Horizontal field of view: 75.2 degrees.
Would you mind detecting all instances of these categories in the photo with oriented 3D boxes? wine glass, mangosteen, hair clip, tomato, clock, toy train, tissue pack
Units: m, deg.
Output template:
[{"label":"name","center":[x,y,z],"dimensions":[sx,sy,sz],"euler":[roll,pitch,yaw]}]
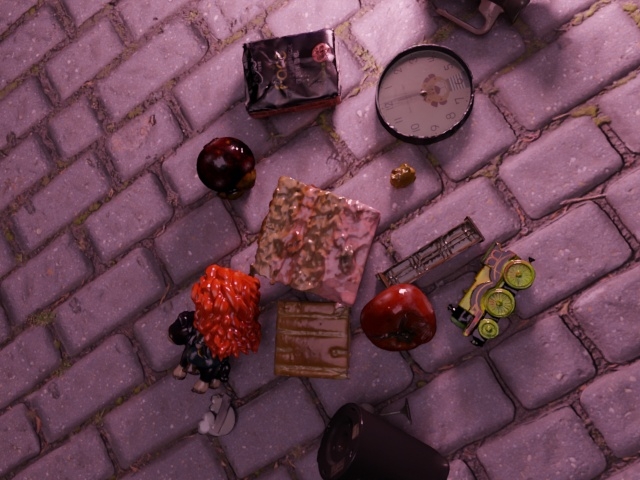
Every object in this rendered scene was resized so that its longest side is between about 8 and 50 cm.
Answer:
[{"label":"wine glass","center":[0.171,0.526,1.251],"dimensions":[0.195,0.079,0.079],"euler":[-13,83,10]},{"label":"mangosteen","center":[-0.303,-0.238,1.360],"dimensions":[0.209,0.210,0.210],"euler":[-1,86,13]},{"label":"hair clip","center":[-0.332,0.582,1.378],"dimensions":[0.116,0.049,0.172],"euler":[24,94,18]},{"label":"tomato","center":[0.234,0.244,1.203],"dimensions":[0.227,0.101,0.228],"euler":[-1,118,-1]},{"label":"clock","center":[0.323,-0.458,1.299],"dimensions":[0.312,0.061,0.313],"euler":[-1,86,12]},{"label":"toy train","center":[0.489,0.156,1.198],"dimensions":[0.160,0.100,0.296],"euler":[33,94,20]},{"label":"tissue pack","center":[-0.096,-0.544,1.370],"dimensions":[0.332,0.123,0.245],"euler":[-5,82,13]}]

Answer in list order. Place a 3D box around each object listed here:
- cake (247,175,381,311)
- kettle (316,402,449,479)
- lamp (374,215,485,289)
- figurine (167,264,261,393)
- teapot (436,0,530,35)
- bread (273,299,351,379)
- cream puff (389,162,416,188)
[{"label":"cake","center":[0.000,0.000,1.227],"dimensions":[0.306,0.293,0.315],"euler":[17,94,8]},{"label":"kettle","center":[0.156,0.631,1.141],"dimensions":[0.307,0.203,0.262],"euler":[32,93,-14]},{"label":"lamp","center":[0.324,0.052,1.247],"dimensions":[0.325,0.090,0.089],"euler":[-32,79,8]},{"label":"figurine","center":[-0.342,0.286,1.333],"dimensions":[0.412,0.241,0.306],"euler":[-46,53,24]},{"label":"teapot","center":[0.468,-0.795,1.215],"dimensions":[0.344,0.253,0.300],"euler":[36,127,8]},{"label":"bread","center":[-0.018,0.301,1.294],"dimensions":[0.245,0.111,0.240],"euler":[2,87,13]},{"label":"cream puff","center":[0.253,-0.202,1.301],"dimensions":[0.058,0.083,0.083],"euler":[44,112,52]}]
